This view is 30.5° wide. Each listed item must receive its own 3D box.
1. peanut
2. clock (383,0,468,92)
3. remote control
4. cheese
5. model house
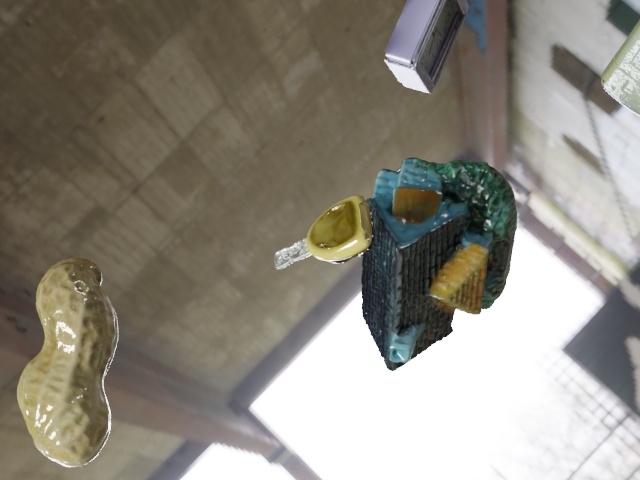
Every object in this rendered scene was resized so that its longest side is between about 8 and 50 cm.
[{"bbox_3d":[-0.362,0.173,1.692,0.120,0.136,0.299,144,131,-74],"label":"peanut"},{"bbox_3d":[0.199,-0.389,2.196,0.193,0.073,0.144,-66,-23,-5],"label":"clock"},{"bbox_3d":[0.370,-0.197,1.238,0.038,0.098,0.233,-54,-7,-16],"label":"remote control"},{"bbox_3d":[0.001,0.000,1.613,0.162,0.086,0.036,-25,-32,33],"label":"cheese"},{"bbox_3d":[0.166,0.043,1.769,0.241,0.225,0.261,-64,-22,-53],"label":"model house"}]
